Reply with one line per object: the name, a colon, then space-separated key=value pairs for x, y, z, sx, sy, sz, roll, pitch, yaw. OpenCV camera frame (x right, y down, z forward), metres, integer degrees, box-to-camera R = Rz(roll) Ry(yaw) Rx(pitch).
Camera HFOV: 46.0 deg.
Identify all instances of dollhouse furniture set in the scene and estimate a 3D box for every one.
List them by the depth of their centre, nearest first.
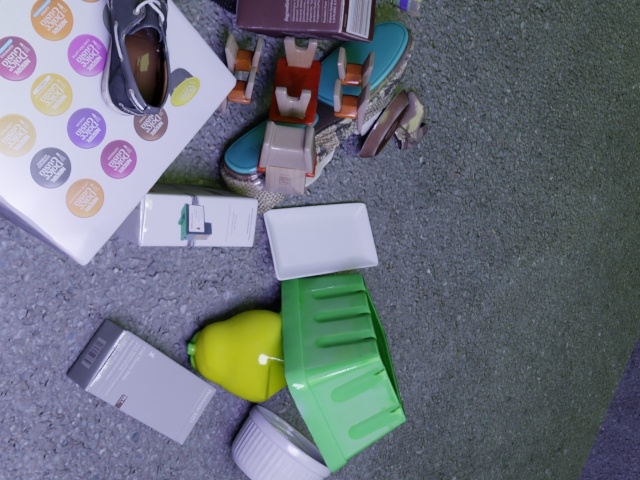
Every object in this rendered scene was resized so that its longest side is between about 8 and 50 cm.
dollhouse furniture set: x=-0.050 y=-0.227 z=1.338 sx=0.135 sy=0.262 sz=0.259 roll=98 pitch=-1 yaw=-60

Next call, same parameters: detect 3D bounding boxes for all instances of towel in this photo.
towel: x=0.189 y=-0.528 z=1.635 sx=0.083 sy=0.009 sz=0.060 roll=15 pitch=92 yaw=-40

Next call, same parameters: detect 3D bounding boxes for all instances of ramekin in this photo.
ramekin: x=-0.085 y=0.443 z=1.540 sx=0.109 sy=0.207 sz=0.207 roll=-52 pitch=127 yaw=-5

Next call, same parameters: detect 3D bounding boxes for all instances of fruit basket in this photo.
fruit basket: x=-0.053 y=0.242 z=1.465 sx=0.392 sy=0.392 sz=0.283 roll=-38 pitch=121 yaw=-26

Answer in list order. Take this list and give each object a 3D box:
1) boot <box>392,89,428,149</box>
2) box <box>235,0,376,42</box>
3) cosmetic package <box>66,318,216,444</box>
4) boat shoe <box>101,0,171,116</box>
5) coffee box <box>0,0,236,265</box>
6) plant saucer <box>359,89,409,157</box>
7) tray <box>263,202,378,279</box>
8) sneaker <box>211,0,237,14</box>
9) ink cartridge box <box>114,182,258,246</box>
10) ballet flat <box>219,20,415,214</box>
boot: x=0.193 y=-0.264 z=1.687 sx=0.087 sy=0.042 sz=0.118 roll=-32 pitch=113 yaw=-19
box: x=-0.019 y=-0.445 z=1.331 sx=0.168 sy=0.203 sz=0.167 roll=-21 pitch=118 yaw=-66
cosmetic package: x=-0.320 y=0.258 z=1.368 sx=0.238 sy=0.107 sz=0.127 roll=40 pitch=73 yaw=-34
boat shoe: x=-0.211 y=-0.266 z=0.903 sx=0.084 sy=0.079 sz=0.233 roll=-2 pitch=100 yaw=-39
coffee box: x=-0.393 y=-0.221 z=1.034 sx=0.338 sy=0.338 sz=0.334 roll=-53 pitch=128 yaw=-16
plant saucer: x=0.140 y=-0.238 z=1.583 sx=0.029 sy=0.168 sz=0.168 roll=35 pitch=80 yaw=7
tray: x=0.000 y=0.000 z=1.580 sx=0.270 sy=0.030 sz=0.145 roll=-6 pitch=80 yaw=-37
sneaker: x=-0.183 y=-0.471 z=1.333 sx=0.161 sy=0.057 sz=0.075 roll=27 pitch=67 yaw=-38
ink cartridge box: x=-0.246 y=-0.047 z=1.313 sx=0.219 sy=0.160 sz=0.093 roll=0 pitch=101 yaw=-38
ballet flat: x=0.006 y=-0.232 z=1.493 sx=0.483 sy=0.164 sz=0.182 roll=-44 pitch=146 yaw=-15
